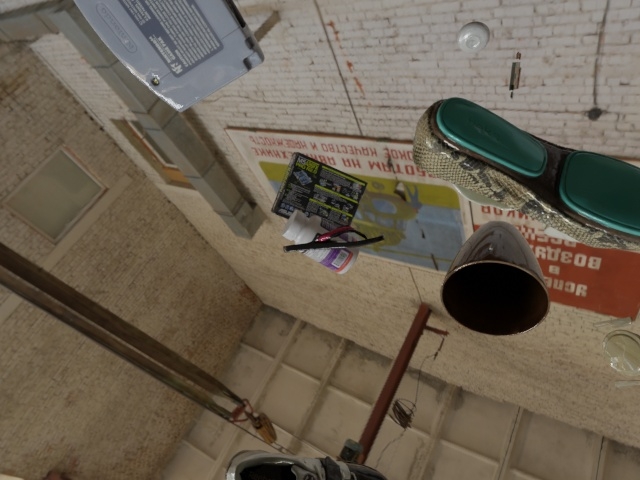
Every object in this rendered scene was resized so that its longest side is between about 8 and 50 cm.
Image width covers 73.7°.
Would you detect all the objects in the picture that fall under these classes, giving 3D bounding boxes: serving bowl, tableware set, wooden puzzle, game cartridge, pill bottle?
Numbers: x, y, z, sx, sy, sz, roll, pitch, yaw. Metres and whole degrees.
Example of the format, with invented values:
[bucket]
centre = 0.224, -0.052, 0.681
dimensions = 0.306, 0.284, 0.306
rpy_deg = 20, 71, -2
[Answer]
[serving bowl]
centre = 0.399, -0.525, 1.117
dimensions = 0.083, 0.083, 0.027
rpy_deg = 0, -126, 26
[tableware set]
centre = 0.616, 0.196, 0.777
dimensions = 0.039, 0.194, 0.128
rpy_deg = -2, -109, -23
[wooden puzzle]
centre = 0.371, -0.313, 0.811
dimensions = 0.006, 0.083, 0.049
rpy_deg = 14, -152, 35
[game cartridge]
centre = -0.244, -0.353, 0.629
dimensions = 0.198, 0.297, 0.062
rpy_deg = -20, -145, 21
[pill bottle]
centre = 0.000, 0.000, 1.132
dimensions = 0.108, 0.194, 0.108
rpy_deg = -54, -164, 22

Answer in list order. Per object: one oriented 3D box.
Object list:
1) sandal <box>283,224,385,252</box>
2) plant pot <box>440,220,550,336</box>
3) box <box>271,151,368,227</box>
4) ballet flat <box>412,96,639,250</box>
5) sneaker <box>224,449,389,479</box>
[sandal]
centre = 0.020, -0.005, 0.738
dimensions = 0.179, 0.067, 0.040
rpy_deg = -4, -92, 13
[plant pot]
centre = 0.400, 0.060, 0.979
dimensions = 0.216, 0.215, 0.230
rpy_deg = 0, -144, 25
[box]
centre = -0.002, -0.145, 1.432
dimensions = 0.216, 0.270, 0.060
rpy_deg = -69, -159, 4
[ballet flat]
centre = 0.389, -0.097, 0.767
dimensions = 0.483, 0.182, 0.164
rpy_deg = 25, -114, 7
[sneaker]
centre = -0.013, 0.461, 0.783
dimensions = 0.331, 0.146, 0.122
rpy_deg = 10, -118, -5
